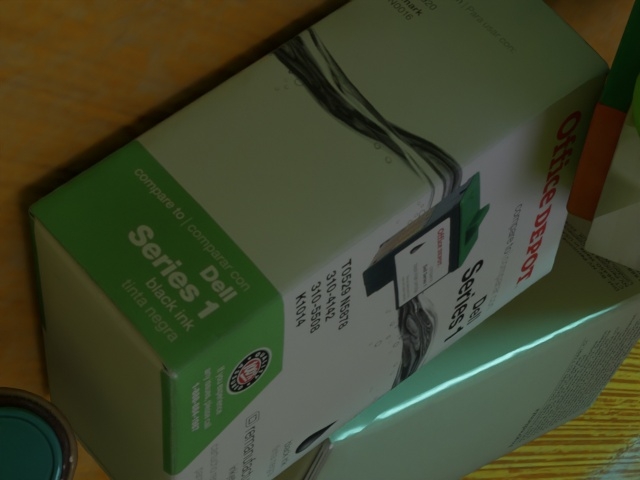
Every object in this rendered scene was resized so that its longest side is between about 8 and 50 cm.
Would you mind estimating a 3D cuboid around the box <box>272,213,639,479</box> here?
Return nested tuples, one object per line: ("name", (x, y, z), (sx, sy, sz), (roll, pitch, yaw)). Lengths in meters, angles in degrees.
("box", (0.045, 0.062, 0.982), (0.275, 0.094, 0.113), (-18, 146, -46))

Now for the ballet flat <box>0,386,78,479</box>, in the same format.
("ballet flat", (-0.187, 0.137, 0.777), (0.232, 0.080, 0.073), (-42, -174, 3))

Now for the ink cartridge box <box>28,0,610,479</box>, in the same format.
("ink cartridge box", (0.000, 0.000, 0.797), (0.219, 0.092, 0.160), (-35, 156, -22))

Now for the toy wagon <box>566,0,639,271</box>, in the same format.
("toy wagon", (0.184, -0.156, 0.774), (0.267, 0.068, 0.344), (-33, 142, -76))
